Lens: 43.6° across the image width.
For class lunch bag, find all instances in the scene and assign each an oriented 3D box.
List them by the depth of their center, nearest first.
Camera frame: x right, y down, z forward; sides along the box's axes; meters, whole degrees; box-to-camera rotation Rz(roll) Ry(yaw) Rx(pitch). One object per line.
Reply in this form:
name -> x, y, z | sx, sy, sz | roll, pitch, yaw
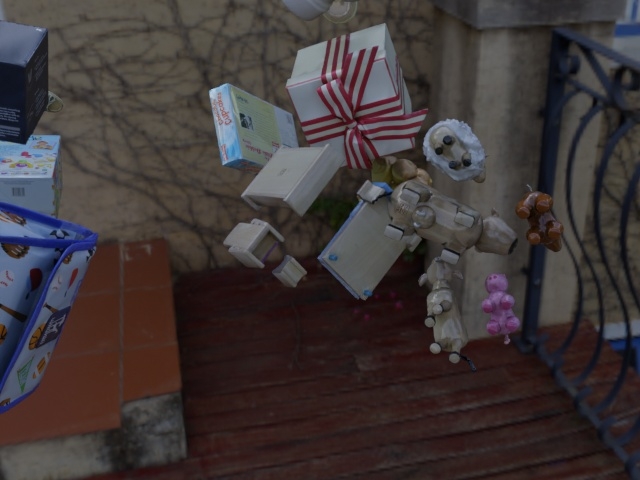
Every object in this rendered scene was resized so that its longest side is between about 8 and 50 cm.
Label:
lunch bag -> -0.569, 0.103, 1.305 | 0.239, 0.327, 0.385 | 31, 10, 34

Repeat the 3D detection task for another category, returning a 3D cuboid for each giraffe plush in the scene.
giraffe plush -> 0.216, -0.113, 1.969 | 0.171, 0.210, 0.181 | -15, 59, -42

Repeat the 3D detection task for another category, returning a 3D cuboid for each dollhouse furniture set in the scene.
dollhouse furniture set -> 0.000, 0.000, 1.557 | 0.286, 0.303, 0.198 | -53, 25, -14

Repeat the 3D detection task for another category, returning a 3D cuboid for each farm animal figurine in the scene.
farm animal figurine -> 0.238, 0.007, 1.361 | 0.327, 0.330, 0.172 | 40, 20, 5

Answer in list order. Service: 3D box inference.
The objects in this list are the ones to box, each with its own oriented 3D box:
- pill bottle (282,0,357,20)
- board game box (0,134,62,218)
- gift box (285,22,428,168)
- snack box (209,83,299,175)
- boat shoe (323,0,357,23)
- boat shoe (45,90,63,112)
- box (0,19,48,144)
pill bottle -> 0.061, -0.437, 1.119 | 0.279, 0.162, 0.162 | -27, 17, 27
board game box -> -0.680, -0.133, 1.852 | 0.144, 0.142, 0.275 | -1, 27, -13
gift box -> 0.087, -0.326, 1.777 | 0.277, 0.255, 0.258 | -18, 32, 18
snack box -> -0.149, -0.252, 1.965 | 0.060, 0.187, 0.322 | -17, -12, 24
boat shoe -> 0.004, -0.628, 1.761 | 0.109, 0.302, 0.098 | -15, 12, 8
boat shoe -> -0.717, -0.360, 2.017 | 0.153, 0.056, 0.048 | 28, 10, -44
box -> -0.545, -0.281, 1.414 | 0.093, 0.158, 0.156 | 9, 36, -8
